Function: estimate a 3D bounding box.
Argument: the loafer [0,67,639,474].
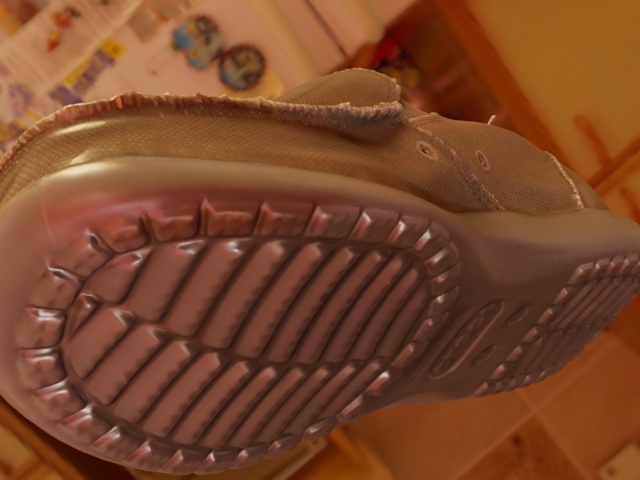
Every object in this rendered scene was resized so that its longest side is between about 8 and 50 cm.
[{"bbox_3d":[0.000,0.000,0.509,0.366,0.134,0.130,6,-141,-53],"label":"loafer"}]
